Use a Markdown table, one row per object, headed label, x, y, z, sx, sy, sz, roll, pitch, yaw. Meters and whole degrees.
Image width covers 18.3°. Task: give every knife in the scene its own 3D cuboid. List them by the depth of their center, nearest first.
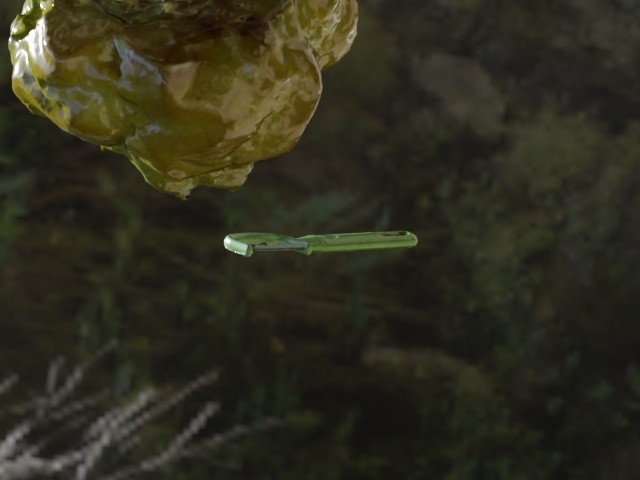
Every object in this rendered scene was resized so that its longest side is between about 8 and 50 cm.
| label | x | y | z | sx | sy | sz | roll | pitch | yaw |
| --- | --- | --- | --- | --- | --- | --- | --- | --- | --- |
| knife | 0.000 | 0.001 | 1.652 | 0.054 | 0.212 | 0.015 | 15 | 102 | 44 |

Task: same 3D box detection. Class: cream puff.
| label | x | y | z | sx | sy | sz | roll | pitch | yaw |
| --- | --- | --- | --- | --- | --- | --- | --- | --- | --- |
| cream puff | -0.103 | -0.146 | 1.500 | 0.185 | 0.282 | 0.282 | 77 | -165 | -50 |
